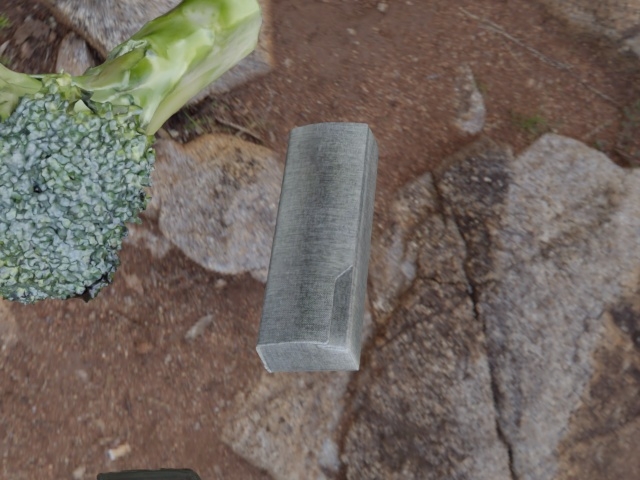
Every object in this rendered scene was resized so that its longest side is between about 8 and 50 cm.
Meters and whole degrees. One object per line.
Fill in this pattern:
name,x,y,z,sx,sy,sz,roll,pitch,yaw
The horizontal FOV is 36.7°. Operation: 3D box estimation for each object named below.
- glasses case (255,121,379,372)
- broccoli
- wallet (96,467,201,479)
glasses case,0.000,0.000,0.734,0.071,0.204,0.047,-3,144,15
broccoli,-0.170,-0.116,0.788,0.221,0.252,0.361,34,72,9
wallet,-0.209,0.418,1.313,0.169,0.245,0.052,12,127,-35
